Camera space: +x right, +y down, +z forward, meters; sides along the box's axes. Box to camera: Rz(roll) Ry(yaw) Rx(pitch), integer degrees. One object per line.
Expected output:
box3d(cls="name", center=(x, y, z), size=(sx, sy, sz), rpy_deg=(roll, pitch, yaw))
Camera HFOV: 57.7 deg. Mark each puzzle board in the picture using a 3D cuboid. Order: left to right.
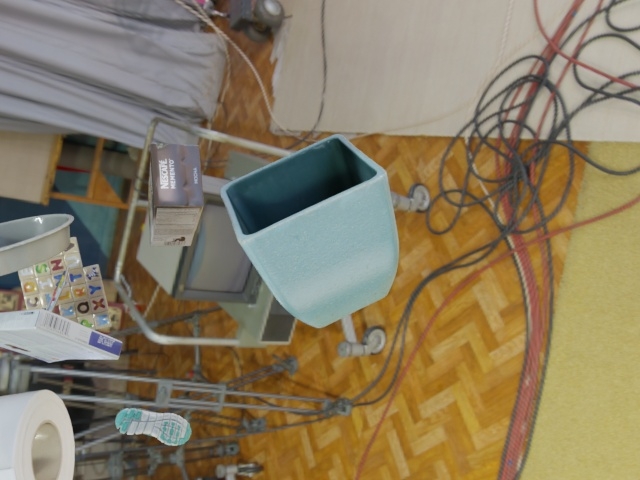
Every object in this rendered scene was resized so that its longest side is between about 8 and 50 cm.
box3d(cls="puzzle board", center=(-0.618, 0.134, 1.350), size=(0.128, 0.011, 0.096), rpy_deg=(-62, 24, 11))

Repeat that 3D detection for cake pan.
box3d(cls="cake pan", center=(-0.619, 0.016, 1.115), size=(0.293, 0.293, 0.054), rpy_deg=(12, 117, 53))

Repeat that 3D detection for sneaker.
box3d(cls="sneaker", center=(-0.353, 0.383, 1.222), size=(0.076, 0.166, 0.065), rpy_deg=(-7, 59, 59))

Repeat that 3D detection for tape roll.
box3d(cls="tape roll", center=(-0.648, 0.479, 1.279), size=(0.286, 0.100, 0.286), rpy_deg=(173, 90, -89))

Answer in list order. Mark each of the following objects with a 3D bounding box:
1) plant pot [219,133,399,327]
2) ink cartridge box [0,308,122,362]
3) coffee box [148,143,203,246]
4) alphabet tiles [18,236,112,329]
box3d(cls="plant pot", center=(0.000, 0.000, 1.023), size=(0.252, 0.247, 0.248), rpy_deg=(67, 175, -30))
box3d(cls="ink cartridge box", center=(-0.575, 0.203, 1.216), size=(0.224, 0.223, 0.045), rpy_deg=(-8, 61, 25))
box3d(cls="coffee box", center=(-0.382, -0.109, 1.504), size=(0.297, 0.119, 0.168), rpy_deg=(132, 134, -64))
box3d(cls="alphabet tiles", center=(-0.639, 0.118, 1.440), size=(0.009, 0.198, 0.237), rpy_deg=(-72, -30, -89))
